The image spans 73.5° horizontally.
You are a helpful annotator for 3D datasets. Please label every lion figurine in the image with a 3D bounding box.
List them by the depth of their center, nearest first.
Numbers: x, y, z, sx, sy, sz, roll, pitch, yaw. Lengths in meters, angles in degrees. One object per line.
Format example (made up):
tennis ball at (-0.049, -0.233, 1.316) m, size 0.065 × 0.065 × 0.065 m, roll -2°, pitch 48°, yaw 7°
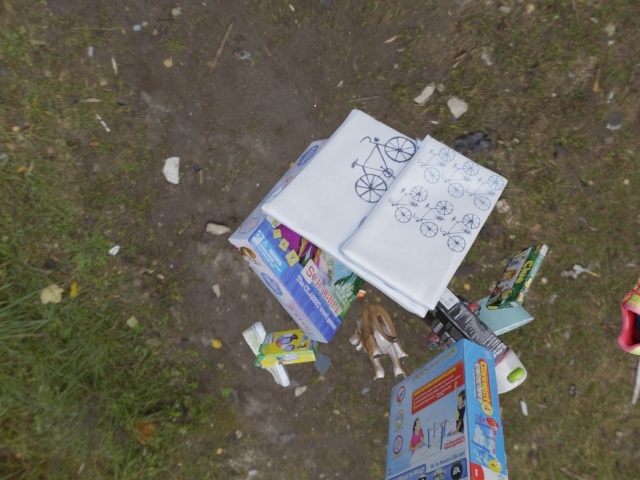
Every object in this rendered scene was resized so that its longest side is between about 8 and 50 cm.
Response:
lion figurine at (0.182, 0.291, 1.357) m, size 0.142 × 0.240 × 0.392 m, roll -10°, pitch 146°, yaw -7°

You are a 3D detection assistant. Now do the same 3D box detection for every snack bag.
snack bag at (0.120, -0.083, 0.769) m, size 0.342 × 0.037 × 0.323 m, roll 33°, pitch 66°, yaw 14°

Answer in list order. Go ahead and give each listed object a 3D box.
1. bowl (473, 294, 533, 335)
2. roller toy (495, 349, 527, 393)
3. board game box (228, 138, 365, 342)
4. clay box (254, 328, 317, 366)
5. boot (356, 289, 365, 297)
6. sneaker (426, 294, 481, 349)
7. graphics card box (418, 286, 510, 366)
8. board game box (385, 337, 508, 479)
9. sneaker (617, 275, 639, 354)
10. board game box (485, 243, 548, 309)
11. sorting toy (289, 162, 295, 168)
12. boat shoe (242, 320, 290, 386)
bowl at (0.792, 0.352, 1.982) m, size 0.311 × 0.311 × 0.163 m, roll -25°, pitch 68°, yaw 7°
roller toy at (0.818, 0.591, 1.957) m, size 0.209 × 0.191 × 0.146 m, roll -37°, pitch 78°, yaw 26°
board game box at (0.000, 0.000, 0.941) m, size 0.065 × 0.318 × 0.319 m, roll 1°, pitch 136°, yaw 43°
clay box at (-0.123, 0.375, 1.508) m, size 0.222 × 0.127 × 0.053 m, roll -9°, pitch 115°, yaw 9°
boot at (0.114, 0.244, 1.774) m, size 0.157 × 0.059 × 0.085 m, roll -11°, pitch 70°, yaw 19°
sneaker at (0.534, 0.336, 1.799) m, size 0.276 × 0.135 × 0.097 m, roll -43°, pitch 148°, yaw 0°
graphics card box at (0.498, 0.315, 1.591) m, size 0.094 × 0.233 × 0.371 m, roll -39°, pitch 68°, yaw -14°
board game box at (0.260, 0.422, 0.943) m, size 0.086 × 0.302 × 0.308 m, roll 25°, pitch 134°, yaw -9°
sneaker at (0.495, 0.081, 0.626) m, size 0.094 × 0.081 × 0.209 m, roll -1°, pitch 103°, yaw -16°
board game box at (0.663, 0.123, 1.446) m, size 0.030 × 0.136 × 0.260 m, roll 44°, pitch 64°, yaw -9°
sorting toy at (0.015, -0.209, 1.640) m, size 0.041 × 0.307 × 0.229 m, roll -36°, pitch 69°, yaw 26°
boat shoe at (-0.223, 0.481, 1.787) m, size 0.094 × 0.109 × 0.302 m, roll -26°, pitch 97°, yaw -4°
